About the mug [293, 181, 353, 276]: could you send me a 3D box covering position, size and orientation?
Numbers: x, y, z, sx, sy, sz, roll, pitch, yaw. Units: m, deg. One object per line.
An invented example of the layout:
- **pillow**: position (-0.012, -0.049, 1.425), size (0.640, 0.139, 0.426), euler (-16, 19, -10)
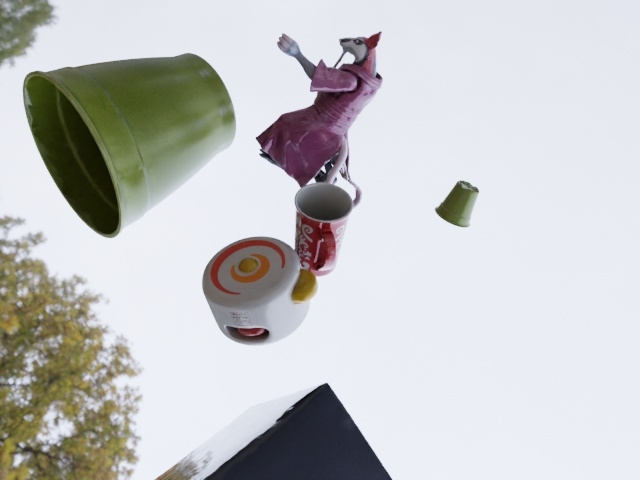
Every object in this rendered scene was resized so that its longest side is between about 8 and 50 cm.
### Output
- **mug**: position (-0.009, -0.004, 1.315), size (0.113, 0.169, 0.150), euler (17, -134, 8)

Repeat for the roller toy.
- **roller toy**: position (-0.122, 0.092, 1.276), size (0.191, 0.146, 0.209), euler (-31, -135, -18)

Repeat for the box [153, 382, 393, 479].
- **box**: position (-0.120, 0.388, 0.985), size (0.312, 0.179, 0.343), euler (-32, 177, -31)

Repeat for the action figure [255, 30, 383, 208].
- **action figure**: position (0.028, -0.270, 1.393), size (0.248, 0.370, 0.276), euler (-12, -122, -50)

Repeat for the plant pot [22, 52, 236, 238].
- **plant pot**: position (-0.387, -0.244, 1.462), size (0.353, 0.366, 0.366), euler (-32, -141, -33)

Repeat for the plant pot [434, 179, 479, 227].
- **plant pot**: position (0.296, -0.083, 1.412), size (0.083, 0.079, 0.083), euler (18, -153, -9)
